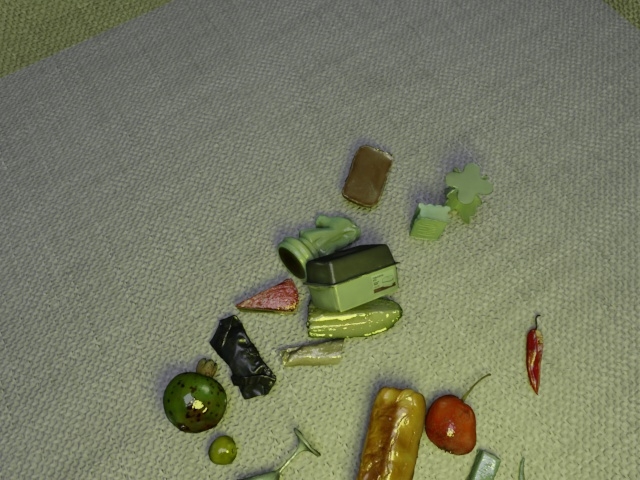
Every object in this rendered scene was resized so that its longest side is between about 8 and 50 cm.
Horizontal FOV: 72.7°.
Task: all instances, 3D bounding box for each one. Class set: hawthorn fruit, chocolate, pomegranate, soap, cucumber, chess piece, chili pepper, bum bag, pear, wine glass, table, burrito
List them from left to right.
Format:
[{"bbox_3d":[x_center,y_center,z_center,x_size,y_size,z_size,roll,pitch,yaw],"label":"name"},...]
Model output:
[{"bbox_3d":[-0.393,0.492,1.394,0.202,0.202,0.248,8,41,7],"label":"pomegranate"},{"bbox_3d":[-0.309,0.657,1.364,0.097,0.092,0.092,-11,67,18],"label":"pear"},{"bbox_3d":[-0.271,0.396,1.474,0.137,0.074,0.310,-40,64,1],"label":"bum bag"},{"bbox_3d":[-0.119,0.693,1.313,0.232,0.156,0.156,-42,71,-18],"label":"wine glass"},{"bbox_3d":[-0.024,0.386,1.470,0.226,0.060,0.087,-6,67,0],"label":"burrito"},{"bbox_3d":[0.000,0.000,1.593,0.298,0.176,0.176,-37,70,-25],"label":"chess piece"},{"bbox_3d":[0.113,0.264,1.491,0.325,0.145,0.105,-5,112,-1],"label":"cucumber"},{"bbox_3d":[0.176,-0.243,1.702,0.161,0.083,0.261,25,71,-5],"label":"chocolate"},{"bbox_3d":[0.387,-0.063,1.553,0.114,0.198,0.063,7,71,7],"label":"soap"},{"bbox_3d":[0.434,0.512,1.340,0.165,0.165,0.285,31,74,15],"label":"hawthorn fruit"},{"bbox_3d":[0.516,-0.160,1.584,0.166,0.198,0.166,-1,67,3],"label":"table"},{"bbox_3d":[0.709,0.373,1.441,0.050,0.059,0.268,-6,65,43],"label":"chili pepper"}]

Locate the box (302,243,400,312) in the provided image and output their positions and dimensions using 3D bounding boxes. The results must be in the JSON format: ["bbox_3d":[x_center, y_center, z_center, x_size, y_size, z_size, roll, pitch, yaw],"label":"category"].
[{"bbox_3d":[0.101,0.118,1.445,0.290,0.220,0.166,-16,95,-28],"label":"box"}]

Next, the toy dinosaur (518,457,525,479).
[{"bbox_3d":[0.609,0.764,1.293,0.106,0.044,0.187,38,61,3],"label":"toy dinosaur"}]

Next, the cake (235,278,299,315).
[{"bbox_3d":[-0.173,0.234,1.526,0.220,0.086,0.117,-27,67,-8],"label":"cake"}]

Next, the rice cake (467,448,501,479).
[{"bbox_3d":[0.440,0.787,1.277,0.066,0.063,0.336,25,71,16],"label":"rice cake"}]

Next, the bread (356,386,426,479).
[{"bbox_3d":[0.220,0.614,1.295,0.148,0.195,0.344,6,67,28],"label":"bread"}]
